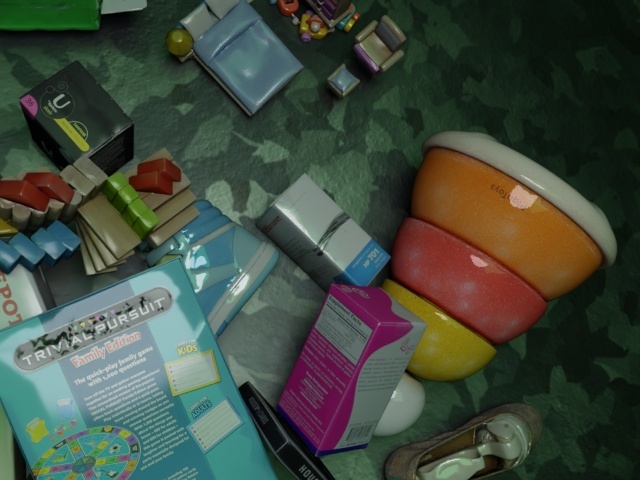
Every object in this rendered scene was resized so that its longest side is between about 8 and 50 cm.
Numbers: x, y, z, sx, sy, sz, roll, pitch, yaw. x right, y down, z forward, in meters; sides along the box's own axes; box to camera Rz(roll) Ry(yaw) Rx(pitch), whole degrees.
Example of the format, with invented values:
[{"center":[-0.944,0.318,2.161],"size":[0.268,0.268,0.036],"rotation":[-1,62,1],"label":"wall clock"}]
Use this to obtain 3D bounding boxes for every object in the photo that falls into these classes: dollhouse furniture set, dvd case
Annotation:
[{"center":[-0.056,-0.325,1.029],"size":[0.303,0.198,0.286],"rotation":[-42,94,-7],"label":"dollhouse furniture set"},{"center":[-0.030,0.298,0.888],"size":[0.029,0.238,0.179],"rotation":[-41,107,-10],"label":"dvd case"}]

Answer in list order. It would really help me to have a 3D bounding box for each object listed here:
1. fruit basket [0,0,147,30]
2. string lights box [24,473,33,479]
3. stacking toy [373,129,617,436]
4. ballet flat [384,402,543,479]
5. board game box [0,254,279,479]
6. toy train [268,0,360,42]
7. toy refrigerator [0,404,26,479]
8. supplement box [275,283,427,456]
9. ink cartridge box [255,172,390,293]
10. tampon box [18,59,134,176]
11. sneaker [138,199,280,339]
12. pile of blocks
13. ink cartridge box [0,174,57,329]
[{"center":[-0.461,-0.494,1.010],"size":[0.326,0.165,0.353],"rotation":[-8,65,-19],"label":"fruit basket"},{"center":[-0.268,0.344,0.879],"size":[0.259,0.133,0.077],"rotation":[-3,80,-17],"label":"string lights box"},{"center":[0.196,0.098,1.029],"size":[0.350,0.350,0.480],"rotation":[36,89,-7],"label":"stacking toy"},{"center":[0.261,0.352,1.053],"size":[0.315,0.106,0.108],"rotation":[-17,84,-20],"label":"ballet flat"},{"center":[-0.228,0.224,0.792],"size":[0.253,0.079,0.336],"rotation":[-23,89,-24],"label":"board game box"},{"center":[-0.005,-0.432,1.169],"size":[0.166,0.046,0.125],"rotation":[-16,84,-19],"label":"toy train"},{"center":[-0.445,0.333,0.845],"size":[0.094,0.102,0.270],"rotation":[-4,80,-18],"label":"toy refrigerator"},{"center":[0.043,0.185,0.932],"size":[0.111,0.114,0.220],"rotation":[10,112,-44],"label":"supplement box"},{"center":[0.000,0.000,1.029],"size":[0.191,0.139,0.082],"rotation":[45,70,-4],"label":"ink cartridge box"},{"center":[-0.353,-0.160,0.945],"size":[0.101,0.161,0.120],"rotation":[-43,92,-20],"label":"tampon box"},{"center":[-0.229,0.072,0.956],"size":[0.208,0.127,0.319],"rotation":[42,61,-7],"label":"sneaker"},{"center":[-0.313,-0.034,0.802],"size":[0.362,0.112,0.149],"rotation":[-13,80,-31],"label":"pile of blocks"},{"center":[-0.570,0.080,0.828],"size":[0.384,0.160,0.279],"rotation":[-22,86,-20],"label":"ink cartridge box"}]
